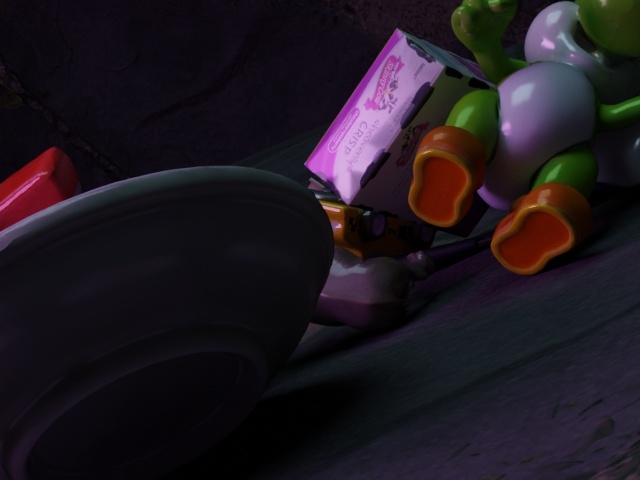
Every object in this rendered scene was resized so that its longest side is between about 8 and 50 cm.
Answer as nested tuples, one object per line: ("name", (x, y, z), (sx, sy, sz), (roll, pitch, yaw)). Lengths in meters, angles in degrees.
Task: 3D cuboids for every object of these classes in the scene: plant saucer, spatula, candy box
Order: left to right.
("plant saucer", (-0.153, 0.104, 1.442), (0.400, 0.100, 0.400), (-23, -27, -13))
("candy box", (0.109, -0.098, 1.797), (0.159, 0.071, 0.233), (-55, -30, 13))
("spatula", (0.171, -0.014, 1.825), (0.296, 0.030, 0.084), (-24, 8, 4))

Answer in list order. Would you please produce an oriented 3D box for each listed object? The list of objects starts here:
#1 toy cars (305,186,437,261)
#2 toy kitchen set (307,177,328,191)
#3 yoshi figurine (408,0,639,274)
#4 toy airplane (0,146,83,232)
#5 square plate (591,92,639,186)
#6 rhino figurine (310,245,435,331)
("toy cars", (0.024, -0.006, 1.994), (0.176, 0.087, 0.394), (12, 3, -7))
("toy kitchen set", (0.016, -0.028, 2.440), (0.083, 0.075, 0.068), (20, -78, -54))
("yoshi figurine", (0.230, -0.152, 1.674), (0.203, 0.203, 0.362), (-2, 38, 37))
("toy airplane", (-0.369, 0.114, 2.024), (0.386, 0.272, 0.384), (-68, 13, -19))
("square plate", (0.336, -0.198, 1.902), (0.347, 0.049, 0.344), (-45, 19, -11))
("rhino figurine", (-0.026, 0.034, 1.705), (0.243, 0.073, 0.106), (7, 15, 16))
